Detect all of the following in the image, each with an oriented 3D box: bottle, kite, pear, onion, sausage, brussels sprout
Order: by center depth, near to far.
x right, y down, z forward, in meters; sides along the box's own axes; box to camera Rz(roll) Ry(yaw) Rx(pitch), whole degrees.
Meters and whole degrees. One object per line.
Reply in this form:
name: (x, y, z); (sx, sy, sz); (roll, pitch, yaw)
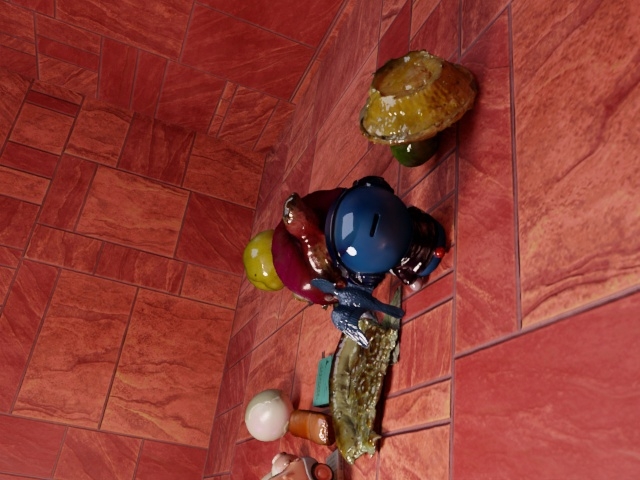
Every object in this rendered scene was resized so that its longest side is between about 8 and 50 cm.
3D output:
kite: (0.181, 0.276, 1.688); (0.268, 0.013, 0.323); (-121, 52, -67)
brussels sprout: (0.271, -0.298, 1.711); (0.181, 0.143, 0.162); (-61, -37, -58)
onion: (0.000, 0.000, 1.791); (0.398, 0.420, 0.398); (-8, 72, 26)
sausage: (-0.022, 0.599, 1.907); (0.348, 0.094, 0.097); (152, 119, -66)
bottle: (-0.132, 0.821, 1.978); (0.236, 0.147, 0.147); (-63, 18, 11)
pear: (-0.228, 0.087, 2.765); (0.294, 0.294, 0.294); (-164, 90, -74)

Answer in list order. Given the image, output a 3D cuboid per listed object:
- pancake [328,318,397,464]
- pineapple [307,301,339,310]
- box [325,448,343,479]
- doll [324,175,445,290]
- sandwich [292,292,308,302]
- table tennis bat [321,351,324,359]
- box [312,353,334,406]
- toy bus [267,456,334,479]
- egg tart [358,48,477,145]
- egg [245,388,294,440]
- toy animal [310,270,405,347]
pancake: (0.101, 0.406, 1.671); (0.305, 0.067, 0.427); (-27, 47, 61)
pineapple: (0.052, 0.089, 2.093); (0.165, 0.165, 0.365); (-174, 91, -73)
box: (0.040, 0.703, 1.717); (0.090, 0.024, 0.167); (123, 156, -44)
doll: (0.157, -0.013, 1.515); (0.240, 0.310, 0.284); (169, 116, -70)
sandwich: (-0.023, 0.099, 2.321); (0.325, 0.131, 0.262); (-125, 54, -73)
table tennis bat: (0.009, 0.435, 2.106); (0.050, 0.007, 0.083); (124, 154, -48)
box: (0.040, 0.455, 1.924); (0.229, 0.041, 0.162); (137, 145, -61)
toy bus: (-0.067, 0.753, 1.603); (0.288, 0.232, 0.194); (62, 142, 32)
egg tart: (0.249, -0.401, 1.604); (0.345, 0.132, 0.345); (-16, 46, 17)
egg: (-0.190, 0.652, 2.233); (0.183, 0.183, 0.217); (-92, 15, -47)
toy animal: (0.102, 0.170, 1.643); (0.255, 0.176, 0.239); (6, 68, 34)
